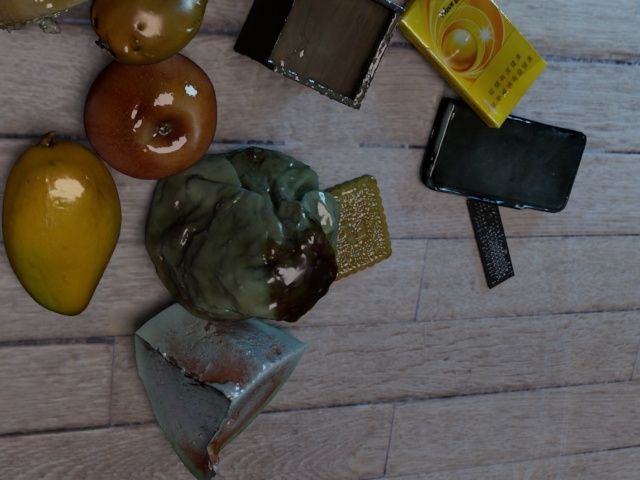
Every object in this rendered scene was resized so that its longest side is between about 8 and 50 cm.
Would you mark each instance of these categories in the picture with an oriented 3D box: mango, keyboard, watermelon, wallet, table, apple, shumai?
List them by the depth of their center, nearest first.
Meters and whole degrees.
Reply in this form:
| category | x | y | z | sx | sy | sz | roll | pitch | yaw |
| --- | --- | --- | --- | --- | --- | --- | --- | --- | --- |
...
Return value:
| category | x | y | z | sx | sy | sz | roll | pitch | yaw |
| --- | --- | --- | --- | --- | --- | --- | --- | --- | --- |
| mango | -0.220 | -0.347 | 1.366 | 0.249 | 0.156 | 0.151 | -51 | 164 | -38 |
| apple | -0.248 | -0.186 | 1.439 | 0.201 | 0.162 | 0.201 | -8 | 111 | -22 |
| mango | -0.392 | -0.020 | 1.473 | 0.176 | 0.119 | 0.317 | -5 | 120 | -25 |
| table | 0.000 | -0.317 | 1.479 | 0.172 | 0.193 | 0.169 | 20 | 100 | -28 |
| shumai | -0.100 | -0.001 | 1.495 | 0.304 | 0.263 | 0.309 | 39 | 85 | -20 |
| watermelon | -0.141 | 0.244 | 1.621 | 0.289 | 0.213 | 0.320 | -15 | 101 | -21 |
| wallet | 0.337 | -0.148 | 1.777 | 0.317 | 0.045 | 0.173 | 9 | 103 | -25 |
| keyboard | 0.325 | -0.002 | 1.847 | 0.063 | 0.010 | 0.198 | -27 | 118 | -15 |

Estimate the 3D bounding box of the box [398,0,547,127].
| category | x | y | z | sx | sy | sz | roll | pitch | yaw |
| --- | --- | --- | --- | --- | --- | --- | --- | --- | --- |
| box | 0.258 | -0.335 | 1.652 | 0.269 | 0.043 | 0.152 | 43 | 79 | -24 |

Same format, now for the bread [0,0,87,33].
| category | x | y | z | sx | sy | sz | roll | pitch | yaw |
| --- | --- | --- | --- | --- | --- | --- | --- | --- | --- |
| bread | -0.417 | -0.379 | 1.274 | 0.176 | 0.195 | 0.246 | -30 | 118 | -15 |

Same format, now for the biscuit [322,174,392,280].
| category | x | y | z | sx | sy | sz | roll | pitch | yaw |
| --- | --- | --- | --- | --- | --- | --- | --- | --- | --- |
| biscuit | 0.000 | 0.000 | 1.695 | 0.254 | 0.029 | 0.172 | -22 | 117 | -14 |
